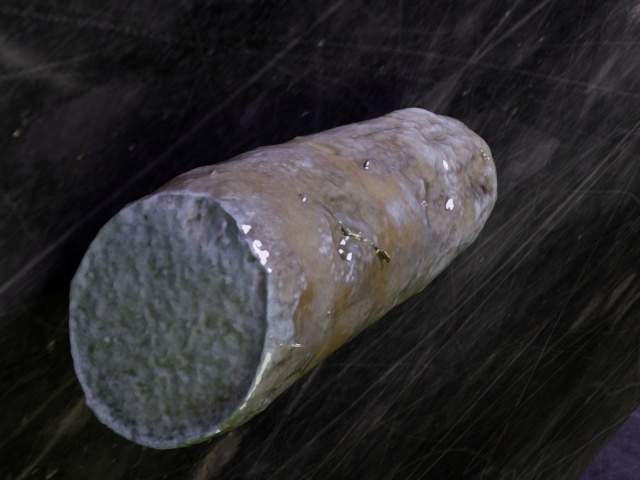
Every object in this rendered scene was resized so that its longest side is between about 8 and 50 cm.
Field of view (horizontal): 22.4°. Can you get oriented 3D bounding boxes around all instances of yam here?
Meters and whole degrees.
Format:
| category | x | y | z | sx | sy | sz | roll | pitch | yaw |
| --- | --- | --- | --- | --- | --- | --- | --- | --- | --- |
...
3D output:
| category | x | y | z | sx | sy | sz | roll | pitch | yaw |
| --- | --- | --- | --- | --- | --- | --- | --- | --- | --- |
| yam | 0.000 | 0.000 | 0.921 | 0.330 | 0.133 | 0.133 | -27 | 150 | -51 |
